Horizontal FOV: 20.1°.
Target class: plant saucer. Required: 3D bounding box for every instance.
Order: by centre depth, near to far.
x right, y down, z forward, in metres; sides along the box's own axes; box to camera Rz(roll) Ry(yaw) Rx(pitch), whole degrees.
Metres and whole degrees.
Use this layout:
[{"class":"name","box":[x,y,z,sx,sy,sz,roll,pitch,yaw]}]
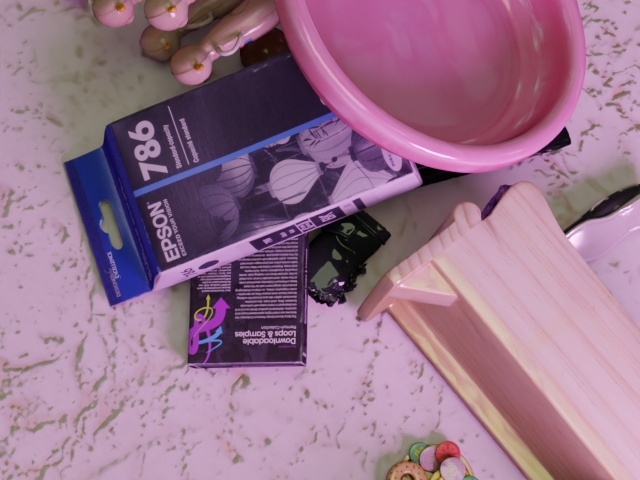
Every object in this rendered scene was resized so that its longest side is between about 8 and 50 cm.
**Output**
[{"class":"plant saucer","box":[0.094,-0.207,1.703,0.332,0.084,0.332,13,61,-24]}]

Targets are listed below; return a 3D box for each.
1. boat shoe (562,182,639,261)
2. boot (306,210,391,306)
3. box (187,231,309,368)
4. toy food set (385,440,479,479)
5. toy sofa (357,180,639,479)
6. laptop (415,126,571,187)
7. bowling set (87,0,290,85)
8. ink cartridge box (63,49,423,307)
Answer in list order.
[{"class":"boat shoe","box":[0.286,-0.019,1.832,0.125,0.038,0.046,-32,123,-7]},{"class":"boot","box":[0.000,0.000,1.796,0.121,0.045,0.099,39,81,6]},{"class":"box","box":[-0.070,0.044,1.765,0.116,0.029,0.162,-2,76,13]},{"class":"toy food set","box":[0.111,0.235,1.757,0.082,0.020,0.083,-42,83,-14]},{"class":"toy sofa","box":[0.218,0.133,1.728,0.177,0.150,0.362,-37,82,-18]},{"class":"laptop","box":[0.103,-0.203,1.805,0.234,0.136,0.264,-15,62,-9]},{"class":"bowling set","box":[-0.123,-0.209,1.772,0.154,0.287,0.200,-37,116,-7]},{"class":"ink cartridge box","box":[-0.085,-0.070,1.744,0.333,0.065,0.165,-23,77,7]}]
